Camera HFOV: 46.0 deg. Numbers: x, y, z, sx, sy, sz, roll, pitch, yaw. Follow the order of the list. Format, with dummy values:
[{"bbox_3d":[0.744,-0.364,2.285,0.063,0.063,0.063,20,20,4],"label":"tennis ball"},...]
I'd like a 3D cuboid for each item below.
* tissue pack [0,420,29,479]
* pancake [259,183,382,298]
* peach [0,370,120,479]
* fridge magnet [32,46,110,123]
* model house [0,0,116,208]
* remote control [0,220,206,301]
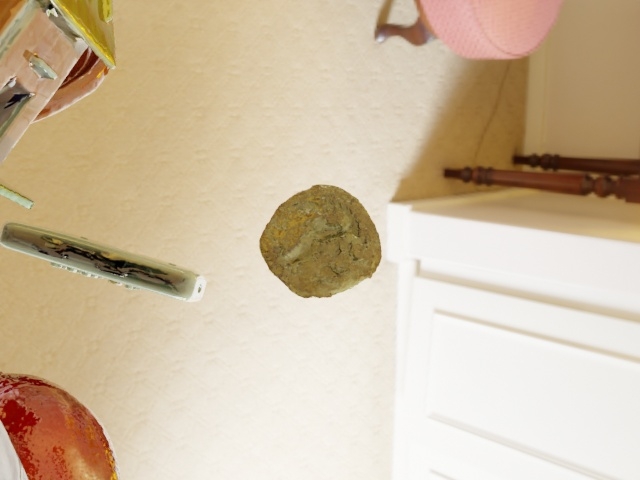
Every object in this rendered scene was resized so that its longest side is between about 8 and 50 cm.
[{"bbox_3d":[-0.301,0.112,0.411,0.124,0.288,0.394,-15,116,-2],"label":"tissue pack"},{"bbox_3d":[-0.001,0.001,0.643,0.108,0.108,0.017,-55,168,-23],"label":"pancake"},{"bbox_3d":[-0.337,0.233,0.847,0.154,0.267,0.159,46,66,-44],"label":"peach"},{"bbox_3d":[-0.500,-0.283,1.155,0.363,0.363,0.155,-38,142,-34],"label":"fridge magnet"},{"bbox_3d":[-0.366,-0.263,0.693,0.324,0.340,0.300,-57,168,-8],"label":"model house"},{"bbox_3d":[-0.320,0.032,1.116,0.140,0.296,0.056,102,3,-83],"label":"remote control"}]
